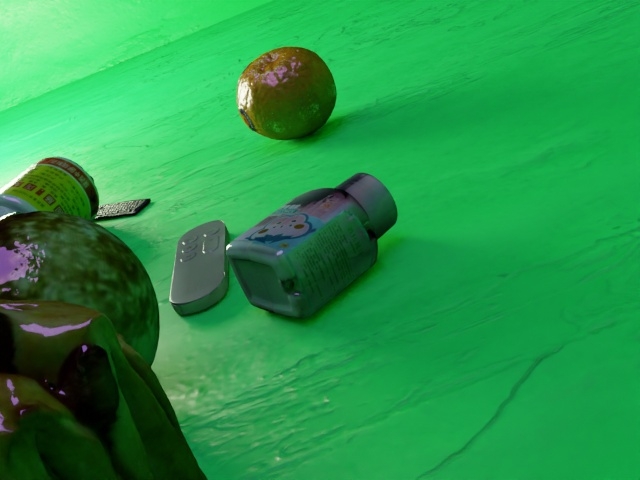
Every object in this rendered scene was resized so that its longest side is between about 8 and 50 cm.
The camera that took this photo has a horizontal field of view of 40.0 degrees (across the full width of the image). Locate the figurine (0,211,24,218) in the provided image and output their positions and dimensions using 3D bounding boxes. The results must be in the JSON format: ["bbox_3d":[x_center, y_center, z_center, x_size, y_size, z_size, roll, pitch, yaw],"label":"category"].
[{"bbox_3d":[-0.439,0.091,1.199,0.185,0.127,0.234,-48,40,38],"label":"figurine"}]

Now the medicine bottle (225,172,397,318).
[{"bbox_3d":[0.000,0.000,1.015,0.188,0.094,0.119,-37,26,-30],"label":"medicine bottle"}]

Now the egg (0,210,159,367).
[{"bbox_3d":[-0.304,0.099,0.897,0.289,0.238,0.238,-27,23,12],"label":"egg"}]

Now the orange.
[{"bbox_3d":[-0.059,-0.253,1.530,0.177,0.155,0.177,-26,23,12],"label":"orange"}]

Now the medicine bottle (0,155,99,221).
[{"bbox_3d":[-0.475,-0.034,1.445,0.139,0.139,0.225,-10,27,27],"label":"medicine bottle"}]

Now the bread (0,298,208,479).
[{"bbox_3d":[-0.258,0.210,0.558,0.370,0.314,0.191,-11,35,14],"label":"bread"}]

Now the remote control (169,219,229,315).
[{"bbox_3d":[-0.159,0.031,1.180,0.077,0.022,0.245,-22,23,4],"label":"remote control"}]

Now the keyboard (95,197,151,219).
[{"bbox_3d":[-0.369,-0.053,1.553,0.155,0.010,0.053,-6,30,32],"label":"keyboard"}]
